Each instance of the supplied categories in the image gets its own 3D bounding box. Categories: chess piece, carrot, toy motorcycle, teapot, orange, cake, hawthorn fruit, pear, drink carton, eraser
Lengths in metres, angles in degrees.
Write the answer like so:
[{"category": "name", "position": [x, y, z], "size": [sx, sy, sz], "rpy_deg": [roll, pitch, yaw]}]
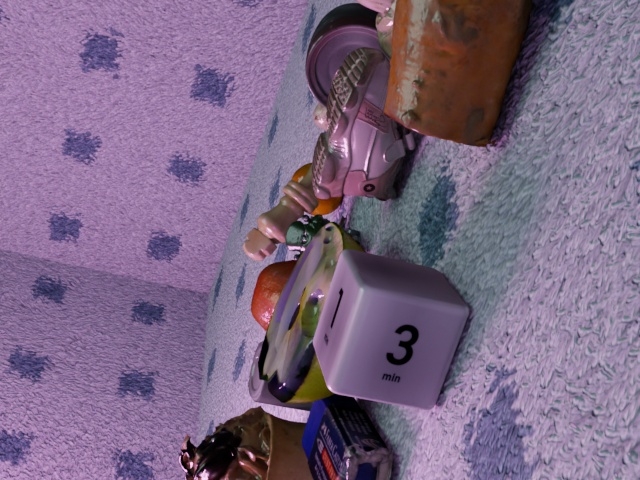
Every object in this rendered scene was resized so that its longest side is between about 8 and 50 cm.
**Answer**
[{"category": "chess piece", "position": [-0.054, -0.109, 2.166], "size": [0.397, 0.117, 0.117], "rpy_deg": [-50, 12, -6]}, {"category": "carrot", "position": [0.224, -0.341, 1.396], "size": [0.224, 0.224, 0.340], "rpy_deg": [-119, 41, -70]}, {"category": "toy motorcycle", "position": [0.000, 0.000, 2.042], "size": [0.275, 0.187, 0.124], "rpy_deg": [-153, 76, -79]}, {"category": "teapot", "position": [0.113, -0.498, 2.069], "size": [0.315, 0.233, 0.312], "rpy_deg": [-37, 26, 23]}, {"category": "orange", "position": [-0.006, -0.143, 2.306], "size": [0.134, 0.154, 0.154], "rpy_deg": [-36, -7, -28]}, {"category": "cake", "position": [-0.174, 0.548, 1.940], "size": [0.332, 0.321, 0.332], "rpy_deg": [-167, 90, -78]}, {"category": "hawthorn fruit", "position": [-0.043, 0.149, 2.033], "size": [0.299, 0.211, 0.211], "rpy_deg": [6, 83, 58]}, {"category": "pear", "position": [0.027, 0.170, 1.748], "size": [0.398, 0.165, 0.398], "rpy_deg": [-59, 16, 28]}, {"category": "drink carton", "position": [-0.057, 0.326, 1.974], "size": [0.185, 0.190, 0.191], "rpy_deg": [-160, 83, -71]}, {"category": "eraser", "position": [0.047, 0.411, 1.638], "size": [0.332, 0.102, 0.154], "rpy_deg": [-136, 62, -74]}]

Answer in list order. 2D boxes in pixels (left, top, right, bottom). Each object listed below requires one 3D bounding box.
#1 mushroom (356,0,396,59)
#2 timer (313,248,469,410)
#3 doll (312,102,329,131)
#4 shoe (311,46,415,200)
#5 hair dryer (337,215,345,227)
[{"category": "mushroom", "position": [0.179, -0.486, 1.685], "size": [0.260, 0.235, 0.253], "rpy_deg": [-94, 25, -53]}, {"category": "timer", "position": [0.113, 0.148, 1.431], "size": [0.194, 0.193, 0.194], "rpy_deg": [-117, 42, -69]}, {"category": "doll", "position": [0.052, -0.378, 2.321], "size": [0.278, 0.149, 0.175], "rpy_deg": [-79, -35, -68]}, {"category": "shoe", "position": [0.107, -0.240, 1.804], "size": [0.171, 0.198, 0.350], "rpy_deg": [-97, 21, -50]}, {"category": "hair dryer", "position": [0.012, 0.036, 2.257], "size": [0.206, 0.075, 0.237], "rpy_deg": [-104, 37, -75]}]
